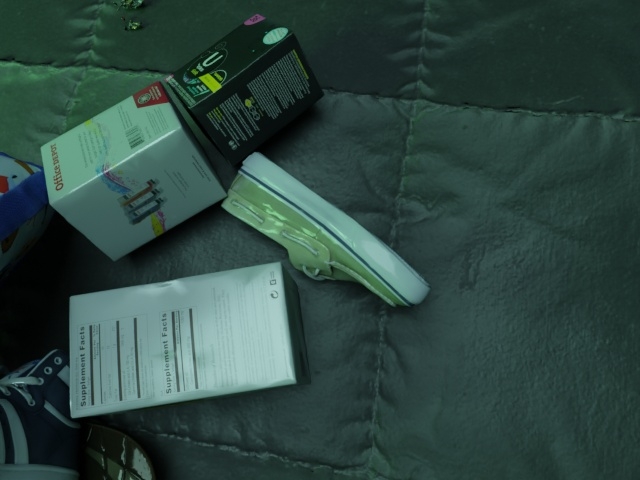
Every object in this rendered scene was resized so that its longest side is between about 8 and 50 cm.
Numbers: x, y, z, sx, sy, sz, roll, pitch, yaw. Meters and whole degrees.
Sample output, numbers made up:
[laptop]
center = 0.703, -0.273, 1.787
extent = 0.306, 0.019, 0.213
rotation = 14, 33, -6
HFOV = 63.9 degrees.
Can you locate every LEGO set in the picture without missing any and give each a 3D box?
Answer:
[LEGO set]
center = -0.302, -0.372, 0.818
extent = 0.054, 0.023, 0.083
rotation = 6, 89, 9

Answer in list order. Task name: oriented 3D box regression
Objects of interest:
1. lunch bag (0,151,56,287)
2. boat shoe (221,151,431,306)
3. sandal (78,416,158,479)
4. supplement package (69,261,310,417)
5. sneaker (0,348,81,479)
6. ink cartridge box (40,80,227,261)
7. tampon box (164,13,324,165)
[lunch bag]
center = -0.509, 0.041, 0.547
extent = 0.385, 0.328, 0.239
rotation = -18, 113, 1
[boat shoe]
center = 0.000, 0.000, 0.659
extent = 0.302, 0.109, 0.094
rotation = 37, 94, 23
[sandal]
center = -0.281, 0.267, 0.628
extent = 0.219, 0.060, 0.090
rotation = 11, 70, 22
[supplement package]
center = -0.146, 0.122, 0.609
extent = 0.243, 0.139, 0.134
rotation = -10, 74, 3
[sneaker]
center = -0.339, 0.166, 0.503
extent = 0.099, 0.282, 0.153
rotation = -14, 55, 10
[ink cartridge box]
center = -0.238, -0.088, 0.661
extent = 0.176, 0.127, 0.128
rotation = -30, 50, -3
[tampon box]
center = -0.102, -0.206, 0.690
extent = 0.161, 0.101, 0.120
rotation = -39, 44, -5
